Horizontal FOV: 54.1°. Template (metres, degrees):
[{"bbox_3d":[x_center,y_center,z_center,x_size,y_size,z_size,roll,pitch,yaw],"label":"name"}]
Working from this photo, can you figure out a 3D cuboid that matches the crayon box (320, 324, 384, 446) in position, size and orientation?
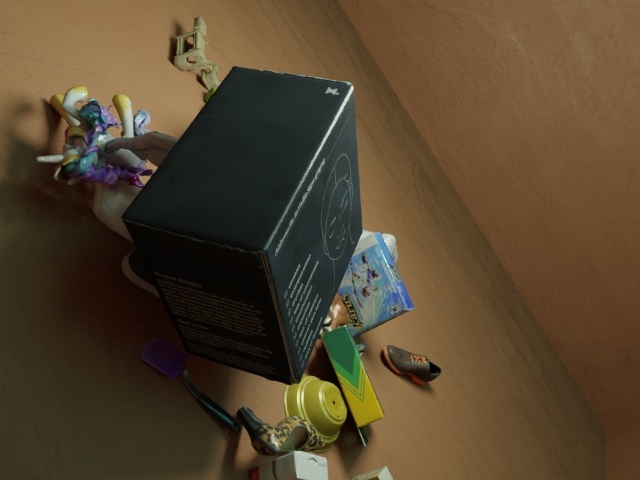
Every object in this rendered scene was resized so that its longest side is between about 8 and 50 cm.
[{"bbox_3d":[0.105,0.415,1.805,0.203,0.083,0.323,66,3,-75],"label":"crayon box"}]

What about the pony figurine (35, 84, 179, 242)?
[{"bbox_3d":[-0.463,-0.192,1.436,0.351,0.303,0.363,25,28,-34],"label":"pony figurine"}]

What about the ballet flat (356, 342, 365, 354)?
[{"bbox_3d":[0.111,0.353,2.002,0.114,0.041,0.041,-3,66,-57],"label":"ballet flat"}]

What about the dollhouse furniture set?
[{"bbox_3d":[-0.408,-0.610,2.075,0.161,0.101,0.182,63,16,-51],"label":"dollhouse furniture set"}]

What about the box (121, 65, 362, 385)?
[{"bbox_3d":[-0.119,-0.032,1.360,0.471,0.297,0.480,85,24,-50],"label":"box"}]

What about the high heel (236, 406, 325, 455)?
[{"bbox_3d":[-0.064,0.481,1.472,0.261,0.093,0.186,28,-2,-29],"label":"high heel"}]

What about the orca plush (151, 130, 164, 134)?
[{"bbox_3d":[-0.341,-0.208,1.735,0.287,0.151,0.102,31,52,-36],"label":"orca plush"}]

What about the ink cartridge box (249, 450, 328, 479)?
[{"bbox_3d":[-0.072,0.541,1.434,0.109,0.150,0.063,30,40,-40],"label":"ink cartridge box"}]

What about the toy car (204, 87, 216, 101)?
[{"bbox_3d":[-0.255,-0.441,2.016,0.155,0.188,0.149,34,38,-38],"label":"toy car"}]

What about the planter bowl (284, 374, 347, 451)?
[{"bbox_3d":[0.008,0.452,1.701,0.217,0.090,0.217,38,35,-34],"label":"planter bowl"}]

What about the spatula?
[{"bbox_3d":[-0.283,0.334,1.423,0.296,0.030,0.084,50,28,-15],"label":"spatula"}]

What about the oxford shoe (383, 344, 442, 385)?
[{"bbox_3d":[0.321,0.420,2.197,0.271,0.098,0.097,33,38,-38],"label":"oxford shoe"}]

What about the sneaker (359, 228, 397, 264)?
[{"bbox_3d":[0.156,0.052,2.226,0.366,0.210,0.137,74,39,-65],"label":"sneaker"}]

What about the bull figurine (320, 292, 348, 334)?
[{"bbox_3d":[-0.021,0.150,1.925,0.310,0.101,0.188,56,33,0],"label":"bull figurine"}]

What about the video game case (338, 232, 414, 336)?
[{"bbox_3d":[0.139,0.147,2.023,0.061,0.244,0.269,0,63,-55],"label":"video game case"}]

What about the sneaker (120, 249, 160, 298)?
[{"bbox_3d":[-0.311,0.086,1.483,0.282,0.153,0.099,34,38,-37],"label":"sneaker"}]

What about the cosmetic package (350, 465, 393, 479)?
[{"bbox_3d":[0.130,0.649,1.678,0.060,0.115,0.041,-17,78,-60],"label":"cosmetic package"}]
